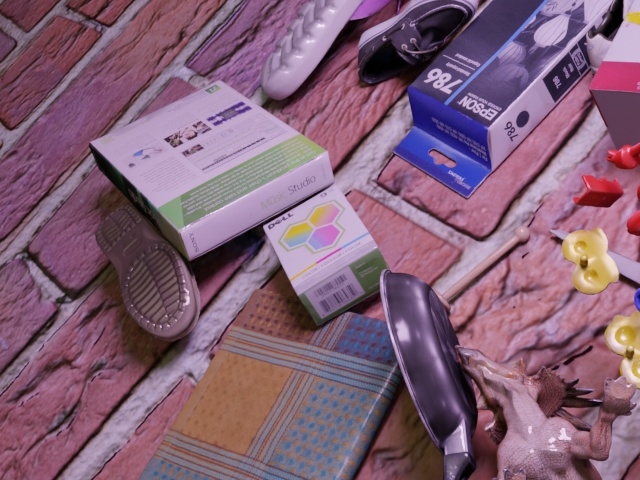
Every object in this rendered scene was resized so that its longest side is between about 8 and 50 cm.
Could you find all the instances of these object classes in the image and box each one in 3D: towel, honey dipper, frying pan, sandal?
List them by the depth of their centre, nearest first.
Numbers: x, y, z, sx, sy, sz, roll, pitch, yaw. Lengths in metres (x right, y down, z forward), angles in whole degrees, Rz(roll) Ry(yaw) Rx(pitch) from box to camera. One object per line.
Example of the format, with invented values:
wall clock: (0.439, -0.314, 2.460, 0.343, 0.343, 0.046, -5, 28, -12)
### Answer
frying pan: (0.107, 0.150, 0.907, 0.053, 0.197, 0.326, -22, 29, 12)
honey dipper: (0.170, 0.037, 1.103, 0.161, 0.030, 0.030, -41, 42, -1)
towel: (-0.068, 0.234, 1.117, 0.272, 0.040, 0.370, 12, 63, 41)
sandal: (0.069, -0.366, 1.462, 0.416, 0.102, 0.169, -46, 26, 15)

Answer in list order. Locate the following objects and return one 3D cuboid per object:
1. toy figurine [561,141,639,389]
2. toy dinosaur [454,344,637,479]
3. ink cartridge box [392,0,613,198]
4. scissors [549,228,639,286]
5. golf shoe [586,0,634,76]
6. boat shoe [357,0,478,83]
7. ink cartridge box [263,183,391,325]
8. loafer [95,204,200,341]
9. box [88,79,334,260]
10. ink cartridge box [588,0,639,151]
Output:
toy figurine: (0.381, 0.067, 0.785, 0.191, 0.217, 0.362, -59, 39, 42)
toy dinosaur: (0.208, 0.221, 0.848, 0.127, 0.200, 0.295, -11, 79, 5)
ink cartridge box: (0.235, -0.217, 1.236, 0.332, 0.065, 0.165, -48, 43, -4)
scissors: (0.337, 0.052, 0.970, 0.297, 0.021, 0.109, 14, 68, 41)
golf shoe: (0.380, -0.264, 1.148, 0.176, 0.086, 0.069, -47, 41, -7)
boat shoe: (0.122, -0.268, 1.320, 0.229, 0.080, 0.076, -15, 58, 52)
ink cartridge box: (0.000, 0.000, 1.209, 0.109, 0.062, 0.209, -30, 37, 1)
loafer: (-0.221, 0.047, 1.340, 0.102, 0.092, 0.268, -40, 44, 3)
box: (-0.161, -0.111, 1.393, 0.232, 0.058, 0.322, -29, 38, -18)
ink cartridge box: (0.391, -0.183, 1.041, 0.127, 0.128, 0.176, 13, 66, 42)
